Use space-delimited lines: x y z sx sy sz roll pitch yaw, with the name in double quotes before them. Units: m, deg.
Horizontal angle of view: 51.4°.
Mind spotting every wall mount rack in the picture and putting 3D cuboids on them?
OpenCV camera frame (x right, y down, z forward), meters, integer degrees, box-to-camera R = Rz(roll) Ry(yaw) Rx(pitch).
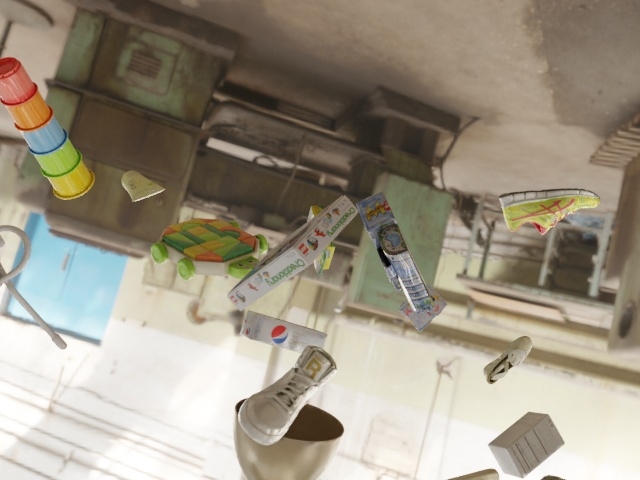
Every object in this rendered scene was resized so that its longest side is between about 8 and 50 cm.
"wall mount rack" -0.691 0.141 1.327 0.304 0.350 0.130 55 173 13

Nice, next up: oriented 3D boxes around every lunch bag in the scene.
"lunch bag" 0.221 0.142 1.433 0.071 0.083 0.053 46 -166 5

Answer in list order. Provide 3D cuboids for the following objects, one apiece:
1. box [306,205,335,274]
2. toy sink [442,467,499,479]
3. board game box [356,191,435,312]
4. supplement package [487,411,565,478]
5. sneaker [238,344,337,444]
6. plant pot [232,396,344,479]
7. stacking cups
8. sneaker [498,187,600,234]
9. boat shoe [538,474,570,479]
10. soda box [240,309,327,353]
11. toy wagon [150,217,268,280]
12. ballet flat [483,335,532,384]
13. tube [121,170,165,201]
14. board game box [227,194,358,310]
"box" 0.000 0.000 1.885 0.043 0.179 0.105 -1 142 -14
"toy sink" 0.297 0.578 1.257 0.152 0.234 0.131 -10 -158 -12
"board game box" 0.137 0.016 1.262 0.194 0.060 0.194 60 -171 -29
"supplement package" 0.606 0.601 1.962 0.179 0.105 0.105 -30 -179 -19
"sneaker" -0.058 0.301 1.380 0.108 0.169 0.292 39 -165 7
"plant pot" -0.098 0.536 1.683 0.284 0.191 0.284 13 -175 -1
"stacking cups" -0.569 -0.218 1.342 0.096 0.096 0.316 12 147 21
"sneaker" 0.480 -0.061 1.395 0.208 0.094 0.081 -5 -178 2
"boat shoe" 0.767 0.761 1.934 0.305 0.109 0.091 5 -151 45
"soda box" -0.093 0.243 1.724 0.216 0.069 0.074 21 173 -29
"toy wagon" -0.265 0.029 1.755 0.344 0.068 0.267 24 -149 39
"ballet flat" 0.479 0.309 1.686 0.057 0.168 0.052 27 -146 -15
"tube" -0.503 -0.150 1.860 0.062 0.070 0.240 29 -179 -30
"board game box" -0.065 0.031 1.428 0.053 0.193 0.305 48 141 -6
